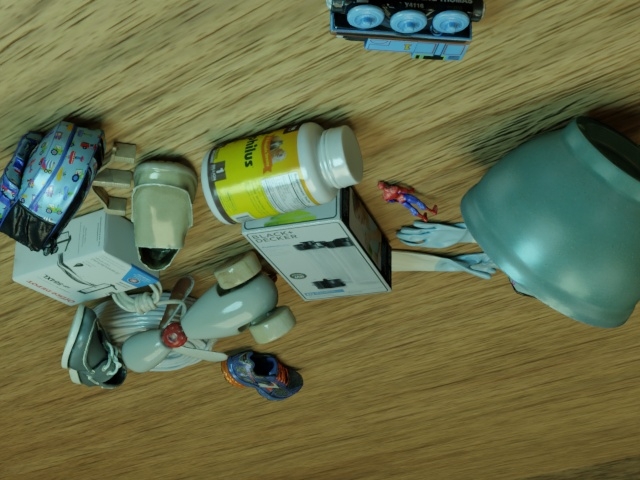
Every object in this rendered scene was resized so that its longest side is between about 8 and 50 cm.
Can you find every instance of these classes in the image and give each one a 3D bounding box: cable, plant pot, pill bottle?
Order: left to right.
[{"bbox_3d":[-0.338,0.183,2.069,0.257,0.089,0.257,7,153,-14],"label":"cable"},{"bbox_3d":[-0.053,-0.098,1.479,0.214,0.117,0.117,-12,152,20],"label":"pill bottle"},{"bbox_3d":[0.372,-0.048,1.466,0.293,0.293,0.196,16,123,-31],"label":"plant pot"}]

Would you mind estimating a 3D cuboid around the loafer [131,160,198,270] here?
[{"bbox_3d":[-0.244,-0.034,1.627,0.101,0.092,0.268,2,154,-6],"label":"loafer"}]

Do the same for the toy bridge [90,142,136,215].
[{"bbox_3d":[-0.318,-0.094,1.578,0.063,0.026,0.188,6,152,-12],"label":"toy bridge"}]

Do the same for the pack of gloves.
[{"bbox_3d":[0.238,0.027,1.830,0.232,0.046,0.195,0,154,-4],"label":"pack of gloves"}]

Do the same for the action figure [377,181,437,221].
[{"bbox_3d":[0.134,-0.066,1.654,0.115,0.030,0.038,25,138,-34],"label":"action figure"}]

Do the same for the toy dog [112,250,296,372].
[{"bbox_3d":[-0.197,0.126,1.894,0.333,0.220,0.161,-4,-168,15],"label":"toy dog"}]

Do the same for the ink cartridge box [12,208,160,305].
[{"bbox_3d":[-0.393,0.032,1.762,0.203,0.086,0.148,-16,150,27],"label":"ink cartridge box"}]

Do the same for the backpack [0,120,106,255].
[{"bbox_3d":[-0.374,-0.090,1.448,0.116,0.158,0.173,29,131,-17],"label":"backpack"}]

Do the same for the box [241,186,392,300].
[{"bbox_3d":[0.000,0.000,1.707,0.169,0.087,0.290,-7,153,17],"label":"box"}]

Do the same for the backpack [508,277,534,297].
[{"bbox_3d":[0.411,0.039,1.774,0.181,0.152,0.115,7,136,-10],"label":"backpack"}]

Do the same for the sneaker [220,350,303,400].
[{"bbox_3d":[-0.115,0.299,2.328,0.087,0.083,0.221,-32,144,34],"label":"sneaker"}]

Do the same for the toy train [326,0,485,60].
[{"bbox_3d":[0.095,-0.260,1.207,0.184,0.080,0.105,2,159,-7],"label":"toy train"}]

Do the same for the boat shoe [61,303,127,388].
[{"bbox_3d":[-0.401,0.200,1.886,0.099,0.116,0.319,16,157,-2],"label":"boat shoe"}]
